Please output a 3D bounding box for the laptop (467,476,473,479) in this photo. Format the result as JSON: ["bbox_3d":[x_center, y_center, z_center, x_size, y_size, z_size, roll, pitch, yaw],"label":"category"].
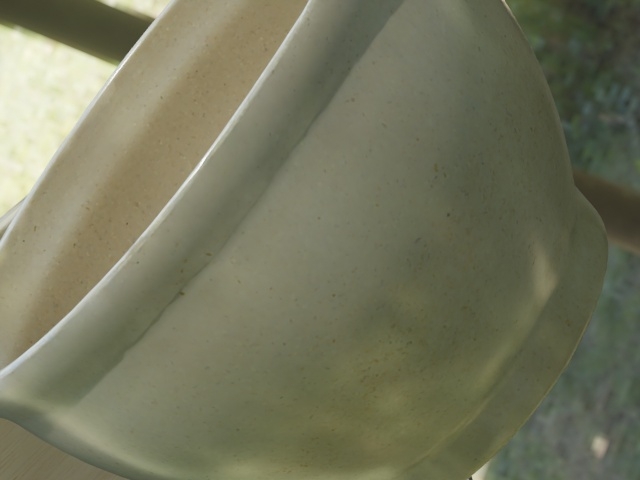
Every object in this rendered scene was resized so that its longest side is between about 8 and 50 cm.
[{"bbox_3d":[-0.064,0.139,0.796,0.408,0.382,0.236,-107,21,-49],"label":"laptop"}]

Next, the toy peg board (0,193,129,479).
[{"bbox_3d":[-0.084,0.053,0.711,0.161,0.160,0.079,-44,20,-27],"label":"toy peg board"}]

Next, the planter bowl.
[{"bbox_3d":[0.000,0.000,0.451,0.162,0.109,0.162,-47,17,19],"label":"planter bowl"}]
